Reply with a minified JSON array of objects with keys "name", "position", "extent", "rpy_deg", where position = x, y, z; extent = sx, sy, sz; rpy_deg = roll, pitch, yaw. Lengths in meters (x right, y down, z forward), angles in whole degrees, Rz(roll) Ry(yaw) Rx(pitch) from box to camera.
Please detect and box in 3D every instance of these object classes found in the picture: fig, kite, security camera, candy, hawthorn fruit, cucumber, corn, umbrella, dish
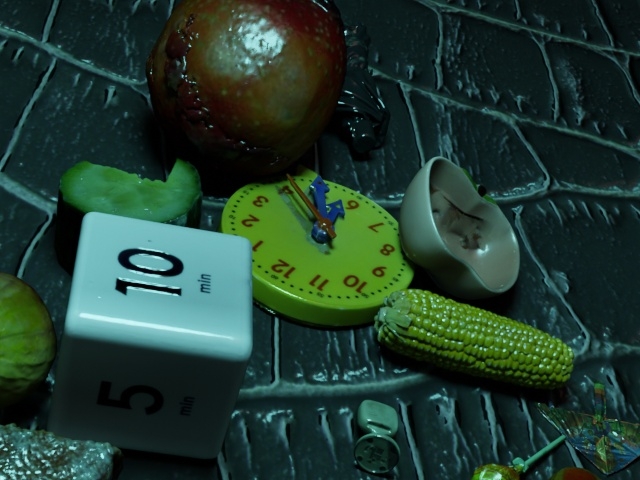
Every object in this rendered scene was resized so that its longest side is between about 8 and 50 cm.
[{"name":"fig","position":[-0.373,0.129,1.246],"extent":[0.160,0.143,0.230],"rpy_deg":[15,29,-1]},{"name":"kite","position":[0.364,0.241,1.524],"extent":[0.183,0.010,0.160],"rpy_deg":[12,42,-3]},{"name":"security camera","position":[0.068,0.228,1.398],"extent":[0.058,0.058,0.092],"rpy_deg":[18,26,-1]},{"name":"candy","position":[0.246,0.271,1.418],"extent":[0.060,0.060,0.201],"rpy_deg":[39,34,24]},{"name":"hawthorn fruit","position":[-0.101,-0.244,1.688],"extent":[0.316,0.316,0.316],"rpy_deg":[11,39,-9]},{"name":"cucumber","position":[-0.245,-0.017,1.507],"extent":[0.191,0.130,0.191],"rpy_deg":[8,34,-5]},{"name":"corn","position":[0.198,0.131,1.526],"extent":[0.260,0.091,0.091],"rpy_deg":[18,64,-5]},{"name":"umbrella","position":[0.047,-0.245,1.910],"extent":[0.110,0.122,0.272],"rpy_deg":[-20,46,13]},{"name":"dish","position":[0.181,-0.003,1.643],"extent":[0.213,0.090,0.213],"rpy_deg":[33,40,-33]}]

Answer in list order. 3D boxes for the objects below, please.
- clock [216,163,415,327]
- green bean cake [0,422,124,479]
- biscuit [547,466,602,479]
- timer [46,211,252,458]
[{"name":"clock","position":[0.000,-0.002,1.621],"extent":[0.277,0.071,0.293],"rpy_deg":[26,39,9]},{"name":"green bean cake","position":[-0.337,0.248,1.161],"extent":[0.233,0.097,0.198],"rpy_deg":[21,40,3]},{"name":"biscuit","position":[0.315,0.366,1.271],"extent":[0.432,0.064,0.283],"rpy_deg":[-9,52,-26]},{"name":"timer","position":[-0.189,0.106,1.314],"extent":[0.195,0.194,0.192],"rpy_deg":[11,39,-12]}]
